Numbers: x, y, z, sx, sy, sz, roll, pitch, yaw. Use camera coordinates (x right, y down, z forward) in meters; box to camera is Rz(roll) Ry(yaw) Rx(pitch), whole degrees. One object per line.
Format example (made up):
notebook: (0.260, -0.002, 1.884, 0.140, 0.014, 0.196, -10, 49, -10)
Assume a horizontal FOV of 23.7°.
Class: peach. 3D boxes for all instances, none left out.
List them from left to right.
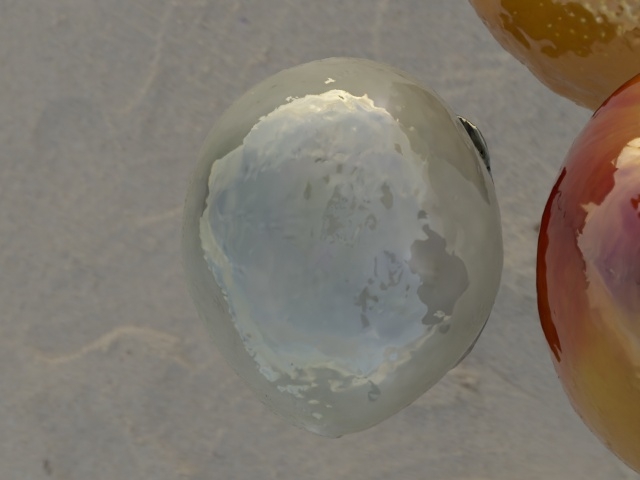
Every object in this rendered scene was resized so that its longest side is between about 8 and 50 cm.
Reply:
peach: (0.235, 0.031, 0.794, 0.238, 0.281, 0.281, -15, 69, 10)

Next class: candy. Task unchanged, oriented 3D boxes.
candy: (0.000, 0.000, 1.110, 0.295, 0.185, 0.295, -23, 60, 47)

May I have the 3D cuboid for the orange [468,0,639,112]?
orange: (0.245, -0.247, 1.140, 0.340, 0.340, 0.293, 51, 126, 29)
